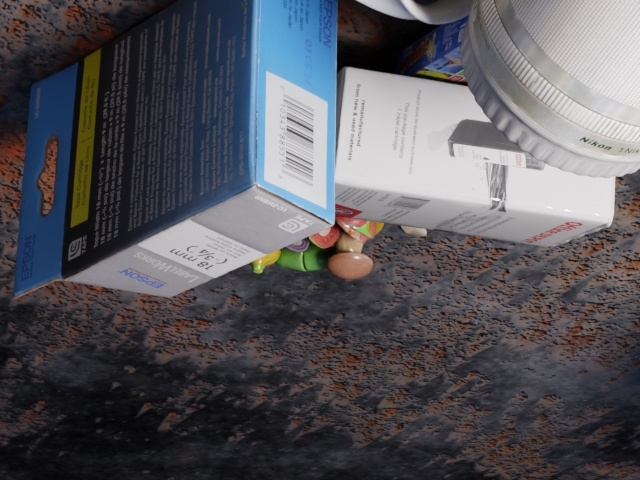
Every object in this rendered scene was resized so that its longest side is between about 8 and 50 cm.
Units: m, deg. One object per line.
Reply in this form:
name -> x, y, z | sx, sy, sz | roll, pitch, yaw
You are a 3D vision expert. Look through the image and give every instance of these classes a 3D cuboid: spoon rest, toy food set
spoon rest -> 0.042, -0.225, 1.610 | 0.276, 0.084, 0.137 | 1, -171, -39
toy food set -> 0.000, 0.000, 2.145 | 0.218, 0.071, 0.128 | -4, 152, 10

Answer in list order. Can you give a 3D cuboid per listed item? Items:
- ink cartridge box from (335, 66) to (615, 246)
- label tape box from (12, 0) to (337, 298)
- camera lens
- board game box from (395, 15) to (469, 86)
ink cartridge box -> 0.128, -0.076, 1.891 | 0.273, 0.114, 0.197 | 9, 171, -11
label tape box -> -0.135, -0.085, 1.818 | 0.106, 0.240, 0.334 | 24, 146, -38
camera lens -> 0.255, -0.207, 1.552 | 0.219, 0.219, 0.274 | 12, 142, -18
board game box -> 0.163, -0.163, 1.798 | 0.136, 0.035, 0.201 | 11, 171, -15
